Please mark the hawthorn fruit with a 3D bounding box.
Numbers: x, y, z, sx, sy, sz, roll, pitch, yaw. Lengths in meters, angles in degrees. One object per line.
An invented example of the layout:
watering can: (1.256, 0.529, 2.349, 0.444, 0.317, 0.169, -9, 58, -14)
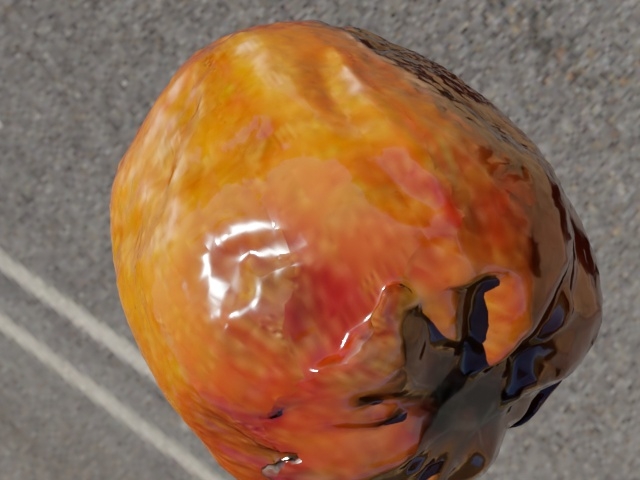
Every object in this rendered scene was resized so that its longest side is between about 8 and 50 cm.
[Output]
hawthorn fruit: (0.005, 0.009, 0.498, 0.179, 0.173, 0.173, 36, 147, 11)
